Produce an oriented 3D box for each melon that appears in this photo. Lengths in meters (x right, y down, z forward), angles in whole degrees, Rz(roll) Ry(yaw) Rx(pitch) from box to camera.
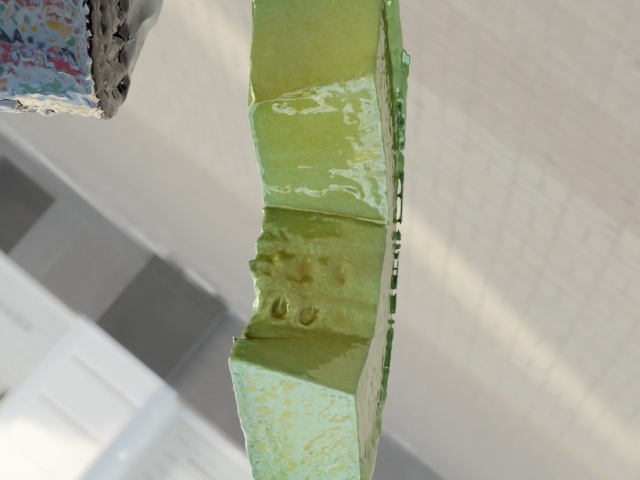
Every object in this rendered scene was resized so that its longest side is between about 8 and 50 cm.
[{"bbox_3d":[0.000,0.000,0.663,0.064,0.210,0.118,2,161,7],"label":"melon"}]

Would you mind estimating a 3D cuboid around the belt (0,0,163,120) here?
[{"bbox_3d":[-0.144,-0.204,0.735,0.164,0.289,0.184,8,-177,6],"label":"belt"}]
